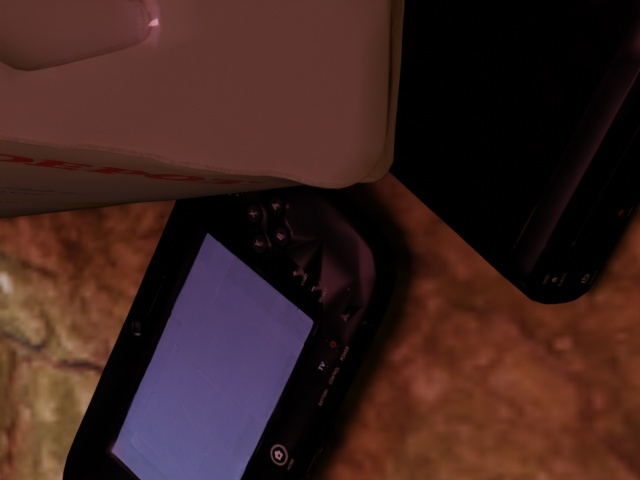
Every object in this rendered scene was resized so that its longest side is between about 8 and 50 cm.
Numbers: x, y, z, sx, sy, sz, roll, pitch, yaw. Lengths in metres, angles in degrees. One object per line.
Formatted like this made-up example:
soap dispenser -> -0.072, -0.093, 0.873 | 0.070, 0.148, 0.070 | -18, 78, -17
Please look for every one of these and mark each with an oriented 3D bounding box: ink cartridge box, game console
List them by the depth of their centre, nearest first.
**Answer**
ink cartridge box -> -0.185, -0.099, 0.721 | 0.385, 0.279, 0.160 | -3, 83, 55
game console -> 0.000, 0.000, 0.744 | 0.213, 0.044, 0.361 | 44, 121, 36
